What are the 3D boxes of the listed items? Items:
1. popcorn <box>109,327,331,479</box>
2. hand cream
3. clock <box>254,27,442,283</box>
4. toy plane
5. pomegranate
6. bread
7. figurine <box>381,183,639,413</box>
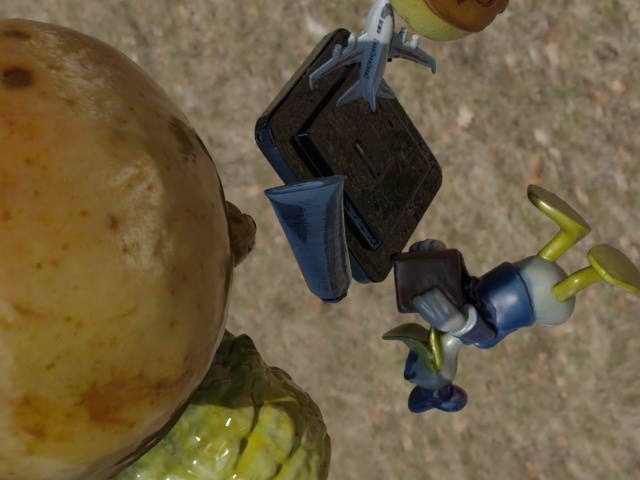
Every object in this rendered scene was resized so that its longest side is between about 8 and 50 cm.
[{"bbox_3d":[-0.129,0.233,1.413,0.237,0.293,0.293,45,-160,-51],"label":"popcorn"},{"bbox_3d":[0.000,0.000,1.443,0.256,0.088,0.055,74,-170,-62],"label":"hand cream"},{"bbox_3d":[0.052,-0.117,1.732,0.279,0.049,0.273,54,-137,-21],"label":"clock"},{"bbox_3d":[0.065,-0.228,1.553,0.171,0.162,0.065,95,159,-44],"label":"toy plane"},{"bbox_3d":[-0.222,0.017,1.029,0.410,0.410,0.410,161,90,-89],"label":"pomegranate"},{"bbox_3d":[0.136,-0.277,1.394,0.086,0.156,0.125,-22,52,52],"label":"bread"},{"bbox_3d":[0.193,0.104,1.638,0.338,0.283,0.204,-59,37,27],"label":"figurine"}]
